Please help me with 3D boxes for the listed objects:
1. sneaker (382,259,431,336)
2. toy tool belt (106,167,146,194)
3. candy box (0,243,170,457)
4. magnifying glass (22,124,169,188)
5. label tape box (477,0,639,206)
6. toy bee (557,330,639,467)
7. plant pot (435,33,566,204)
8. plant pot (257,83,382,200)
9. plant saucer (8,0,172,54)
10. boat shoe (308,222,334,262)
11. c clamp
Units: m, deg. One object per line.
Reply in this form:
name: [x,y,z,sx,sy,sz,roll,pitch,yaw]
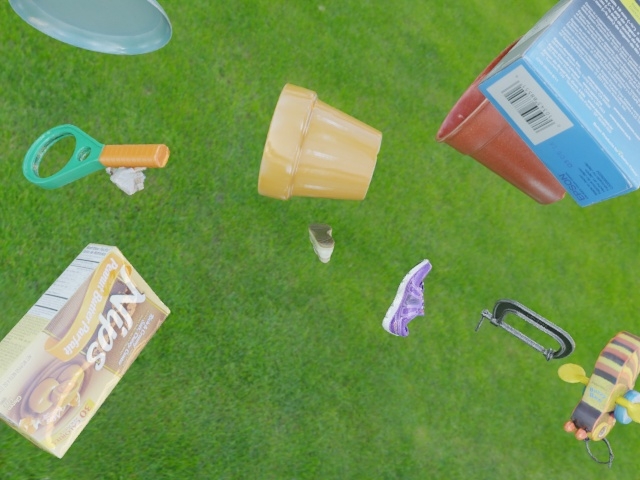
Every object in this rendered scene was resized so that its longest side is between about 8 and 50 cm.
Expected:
sneaker: [0.190,0.118,1.309,0.071,0.169,0.068,26,12,14]
toy tool belt: [-0.282,-0.102,0.948,0.051,0.083,0.052,-47,122,-2]
candy box: [-0.418,0.180,1.093,0.316,0.088,0.182,-58,137,-33]
magnifying glass: [-0.290,-0.107,0.815,0.026,0.231,0.092,48,52,-52]
label tape box: [0.421,-0.248,0.947,0.240,0.106,0.333,47,63,-7]
toy bee: [0.567,0.336,1.274,0.162,0.195,0.298,-6,92,-37]
plant pot: [0.428,-0.230,1.318,0.265,0.272,0.272,38,50,-7]
plant pot: [0.004,-0.158,1.152,0.188,0.205,0.205,15,57,-1]
plant saucer: [-0.463,-0.472,1.307,0.318,0.318,0.043,12,77,-35]
boat shoe: [0.002,0.000,1.478,0.056,0.153,0.048,1,112,-12]
c clamp: [0.337,0.150,1.054,0.161,0.137,0.022,31,60,25]
